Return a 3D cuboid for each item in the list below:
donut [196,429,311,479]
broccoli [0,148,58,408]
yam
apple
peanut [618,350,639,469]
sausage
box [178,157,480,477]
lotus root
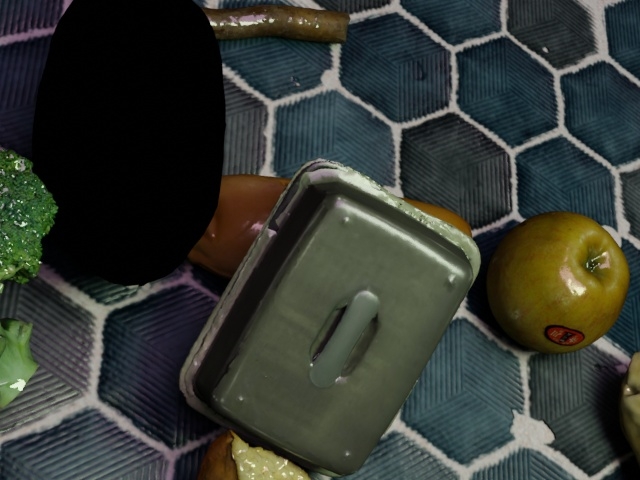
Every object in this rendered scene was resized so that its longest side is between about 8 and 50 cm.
[{"bbox_3d":[-0.054,0.346,0.982,0.112,0.151,0.295,9,53,-33],"label":"donut"},{"bbox_3d":[-0.352,0.038,0.937,0.270,0.270,0.270,-44,120,-33],"label":"broccoli"},{"bbox_3d":[-0.115,-0.272,1.284,0.326,0.045,0.045,-2,46,-25],"label":"yam"},{"bbox_3d":[0.291,0.049,1.263,0.182,0.155,0.183,10,62,-19],"label":"apple"},{"bbox_3d":[0.460,0.293,1.240,0.174,0.158,0.340,-8,64,4],"label":"peanut"},{"bbox_3d":[0.001,-0.001,1.181,0.353,0.116,0.134,7,73,-18],"label":"sausage"},{"bbox_3d":[0.008,0.081,1.050,0.220,0.166,0.291,29,94,-13],"label":"box"},{"bbox_3d":[-0.197,-0.134,1.093,0.195,0.179,0.398,21,48,-30],"label":"lotus root"}]
